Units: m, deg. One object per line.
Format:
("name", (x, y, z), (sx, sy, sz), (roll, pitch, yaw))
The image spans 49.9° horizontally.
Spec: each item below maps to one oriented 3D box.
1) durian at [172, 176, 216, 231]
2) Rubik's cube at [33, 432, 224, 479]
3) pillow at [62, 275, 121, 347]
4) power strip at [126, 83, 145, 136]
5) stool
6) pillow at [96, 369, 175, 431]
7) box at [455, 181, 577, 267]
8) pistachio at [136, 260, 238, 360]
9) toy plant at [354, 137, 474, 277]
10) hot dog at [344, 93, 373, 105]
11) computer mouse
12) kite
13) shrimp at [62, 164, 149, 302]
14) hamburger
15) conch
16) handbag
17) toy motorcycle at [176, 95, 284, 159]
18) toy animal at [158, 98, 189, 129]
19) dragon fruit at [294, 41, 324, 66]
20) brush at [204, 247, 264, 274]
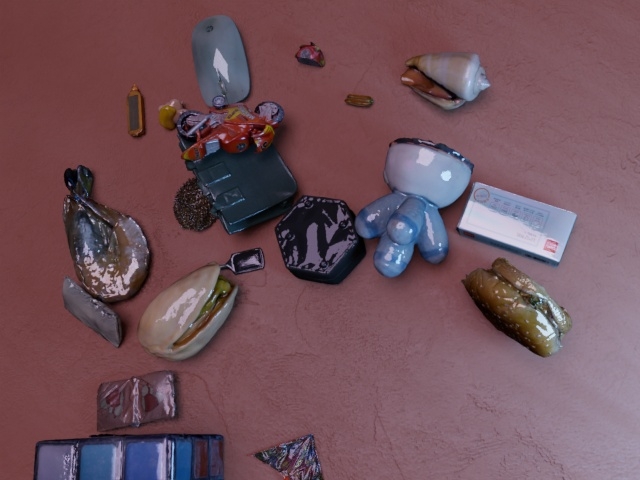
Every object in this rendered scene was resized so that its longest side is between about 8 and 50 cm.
("durian", (-0.356, -0.122, 1.949), (0.148, 0.091, 0.189), (-4, 73, 13))
("Rubik's cube", (-0.440, 0.641, 1.634), (0.362, 0.362, 0.359), (-3, 72, 12))
("pillow", (-0.643, 0.201, 1.930), (0.229, 0.128, 0.051), (32, 40, 19))
("power strip", (-0.565, -0.397, 2.107), (0.049, 0.028, 0.178), (-11, 74, 11))
("stool", (0.000, 0.000, 1.799), (0.232, 0.141, 0.233), (-4, 75, 14))
("pillow", (-0.499, 0.434, 1.863), (0.248, 0.049, 0.135), (-14, 72, 14))
("box", (0.486, -0.042, 1.720), (0.269, 0.079, 0.135), (20, 81, 18))
("pistachio", (-0.354, 0.192, 1.828), (0.299, 0.187, 0.187), (-45, 70, -7))
("toy plant", (0.222, -0.063, 1.712), (0.247, 0.247, 0.333), (18, 81, 18))
("hot dog", (0.109, -0.394, 1.940), (0.083, 0.021, 0.037), (14, 59, 20))
("computer mouse", (-0.301, -0.539, 2.043), (0.159, 0.097, 0.289), (-13, 72, 8))
("kite", (-0.072, 0.569, 1.739), (0.232, 0.009, 0.189), (27, 85, 20))
("shrimp", (-0.637, -0.030, 1.995), (0.221, 0.110, 0.446), (-27, 74, 0))
("hamburger", (0.452, 0.143, 1.597), (0.146, 0.243, 0.286), (-44, 54, 2))
("conch", (0.347, -0.439, 1.856), (0.255, 0.127, 0.159), (33, 116, 41))
("handbag", (-0.230, -0.196, 1.901), (0.238, 0.089, 0.327), (-25, 72, -18))
("toy motorcycle", (-0.236, -0.300, 1.850), (0.297, 0.089, 0.171), (-11, 66, -9))
("toy animal", (-0.431, -0.387, 2.043), (0.114, 0.091, 0.082), (-9, 60, 13))
("dragon fruit", (-0.028, -0.543, 1.994), (0.083, 0.056, 0.060), (18, 81, 19))
("brush", (-0.249, 0.068, 1.911), (0.193, 0.016, 0.063), (-14, 72, 10))
